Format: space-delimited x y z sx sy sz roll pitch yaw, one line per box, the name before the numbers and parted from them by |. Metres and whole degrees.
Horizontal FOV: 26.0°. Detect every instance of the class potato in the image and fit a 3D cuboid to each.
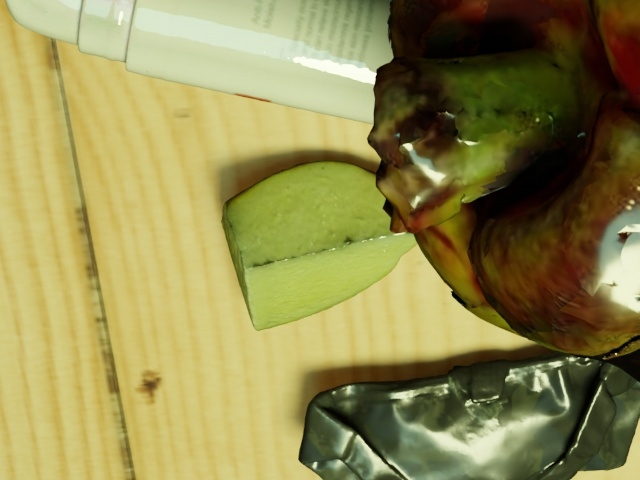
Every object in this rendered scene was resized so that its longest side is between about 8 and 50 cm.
potato | 0.000 0.000 1.096 0.149 0.081 0.120 -13 155 -8

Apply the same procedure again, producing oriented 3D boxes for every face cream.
face cream | -0.041 -0.147 0.964 0.346 0.102 0.102 13 124 -5

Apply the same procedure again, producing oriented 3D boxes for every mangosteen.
mangosteen | 0.231 -0.090 0.781 0.421 0.381 0.381 24 124 -36

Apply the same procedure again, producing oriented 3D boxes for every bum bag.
bum bag | 0.134 0.163 1.181 0.310 0.074 0.137 -11 111 3
